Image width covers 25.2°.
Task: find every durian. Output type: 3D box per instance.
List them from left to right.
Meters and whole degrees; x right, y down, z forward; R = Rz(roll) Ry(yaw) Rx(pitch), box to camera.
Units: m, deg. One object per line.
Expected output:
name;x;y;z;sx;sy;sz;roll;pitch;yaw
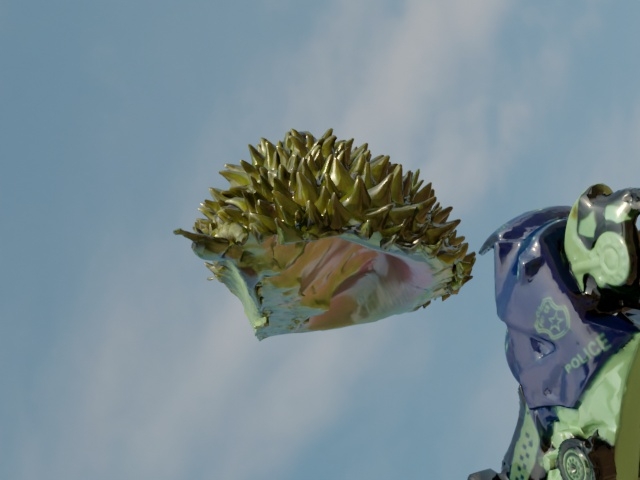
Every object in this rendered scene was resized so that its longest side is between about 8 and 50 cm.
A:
durian;0.002;-0.010;0.704;0.220;0.137;0.095;72;-173;-82

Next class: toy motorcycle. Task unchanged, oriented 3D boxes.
toy motorcycle;0.195;0.103;1.108;0.125;0.196;0.331;-9;-65;-29
